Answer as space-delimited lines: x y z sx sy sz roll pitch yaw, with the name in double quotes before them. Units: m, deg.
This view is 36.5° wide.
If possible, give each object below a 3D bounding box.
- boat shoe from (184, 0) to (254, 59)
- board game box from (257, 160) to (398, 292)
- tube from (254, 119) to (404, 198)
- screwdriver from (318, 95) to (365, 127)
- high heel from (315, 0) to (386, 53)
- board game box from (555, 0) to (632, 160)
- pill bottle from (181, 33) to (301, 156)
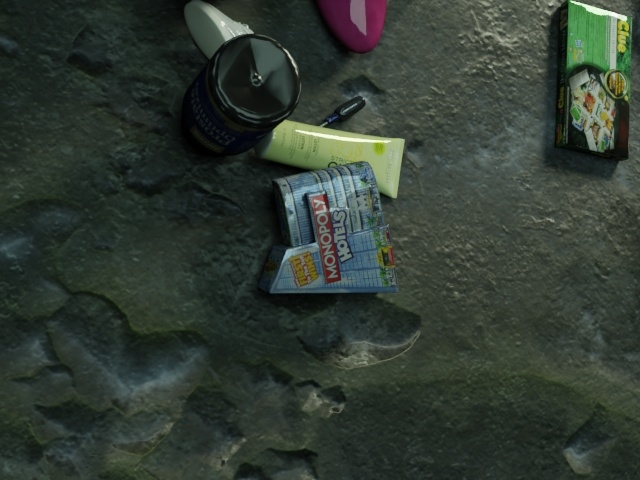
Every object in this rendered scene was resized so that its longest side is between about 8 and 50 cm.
"boat shoe" -0.118 -0.281 1.405 0.184 0.066 0.063 44 54 -7
"board game box" 0.000 0.000 1.381 0.194 0.060 0.194 -14 101 -20
"tube" 0.021 -0.130 1.431 0.240 0.070 0.062 11 37 -30
"screwdriver" -0.002 -0.172 1.452 0.169 0.024 0.025 -30 122 -22
"high heel" 0.056 -0.479 1.443 0.127 0.181 0.377 -9 84 -23
"board game box" 0.467 -0.272 1.654 0.136 0.030 0.260 10 77 -18
"pill bottle" -0.116 -0.183 1.300 0.122 0.219 0.123 4 78 -21
